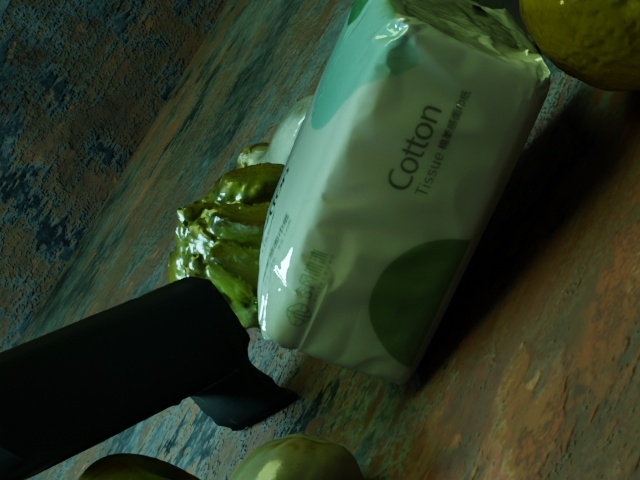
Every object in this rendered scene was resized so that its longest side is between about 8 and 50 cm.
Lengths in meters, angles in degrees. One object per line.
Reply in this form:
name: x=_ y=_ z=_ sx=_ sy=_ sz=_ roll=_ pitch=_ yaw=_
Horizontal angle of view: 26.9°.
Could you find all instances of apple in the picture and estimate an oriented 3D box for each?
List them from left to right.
apple: x=-0.191 y=0.324 z=1.462 sx=0.182 sy=0.183 sz=0.155 roll=-143 pitch=73 yaw=-73

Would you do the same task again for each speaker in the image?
speaker: x=-0.235 y=0.184 z=1.510 sx=0.388 sy=0.184 sz=0.180 roll=-22 pitch=-10 yaw=-41

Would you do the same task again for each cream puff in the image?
cream puff: x=-0.105 y=0.012 z=1.842 sx=0.244 sy=0.196 sz=0.244 roll=178 pitch=90 yaw=-70

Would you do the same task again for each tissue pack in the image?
tissue pack: x=0.072 y=-0.075 z=1.356 sx=0.266 sy=0.194 sz=0.356 roll=-93 pitch=25 yaw=-67

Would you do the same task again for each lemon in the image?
lemon: x=0.280 y=-0.233 z=1.244 sx=0.188 sy=0.188 sz=0.256 roll=-52 pitch=13 yaw=9

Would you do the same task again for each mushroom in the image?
mushroom: x=-0.023 y=-0.136 z=1.987 sx=0.128 sy=0.128 sz=0.350 roll=-62 pitch=16 yaw=-22

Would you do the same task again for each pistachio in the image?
pistachio: x=-0.042 y=0.276 z=1.271 sx=0.206 sy=0.131 sz=0.129 roll=-59 pitch=-28 yaw=1

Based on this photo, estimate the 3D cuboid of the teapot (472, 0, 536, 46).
teapot: x=0.159 y=-0.255 z=1.643 sx=0.222 sy=0.178 sz=0.163 roll=-34 pitch=25 yaw=35
